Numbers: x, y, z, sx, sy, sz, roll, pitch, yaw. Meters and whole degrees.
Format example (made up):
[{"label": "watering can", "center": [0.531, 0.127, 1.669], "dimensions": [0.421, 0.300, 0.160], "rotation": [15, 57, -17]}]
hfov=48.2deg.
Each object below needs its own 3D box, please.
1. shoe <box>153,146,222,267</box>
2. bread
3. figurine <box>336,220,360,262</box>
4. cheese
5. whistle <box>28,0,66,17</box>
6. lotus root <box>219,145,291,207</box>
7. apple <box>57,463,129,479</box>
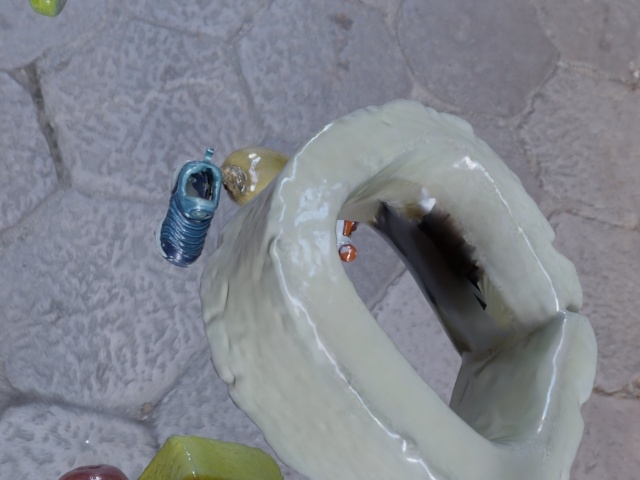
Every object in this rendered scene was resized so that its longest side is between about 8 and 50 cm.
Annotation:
[{"label": "shoe", "center": [-0.149, -0.036, 0.838], "dimensions": [0.064, 0.071, 0.143], "rotation": [23, 61, -27]}, {"label": "bread", "center": [-0.230, 0.532, 1.176], "dimensions": [0.245, 0.233, 0.362], "rotation": [28, 108, -40]}, {"label": "figurine", "center": [0.000, 0.000, 1.340], "dimensions": [0.160, 0.183, 0.226], "rotation": [24, 80, -13]}, {"label": "cheese", "center": [0.079, 0.062, 0.597], "dimensions": [0.292, 0.153, 0.332], "rotation": [-30, 86, -39]}, {"label": "whistle", "center": [-0.405, -0.404, 1.098], "dimensions": [0.057, 0.198, 0.104], "rotation": [16, 111, -14]}, {"label": "lotus root", "center": [-0.093, -0.112, 1.425], "dimensions": [0.131, 0.303, 0.146], "rotation": [-37, 66, 17]}, {"label": "apple", "center": [-0.410, 0.465, 1.281], "dimensions": [0.153, 0.153, 0.120], "rotation": [0, 85, -18]}]
